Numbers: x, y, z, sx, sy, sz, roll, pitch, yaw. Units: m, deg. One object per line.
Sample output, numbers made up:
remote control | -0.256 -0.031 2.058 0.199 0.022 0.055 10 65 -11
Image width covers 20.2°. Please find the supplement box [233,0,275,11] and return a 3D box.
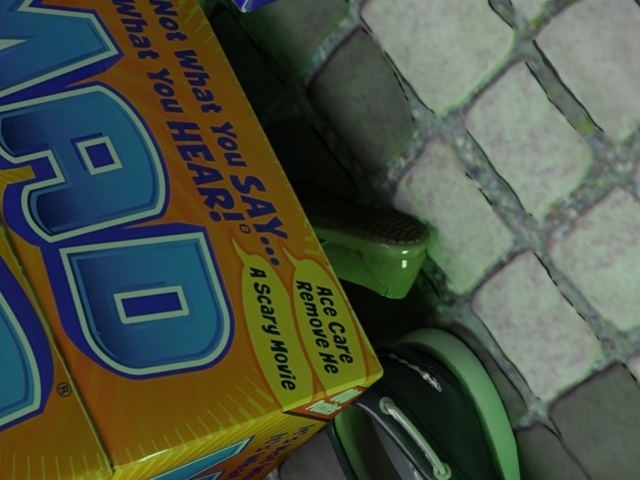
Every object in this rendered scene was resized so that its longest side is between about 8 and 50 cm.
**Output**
supplement box | 0.002 -0.242 0.924 0.114 0.111 0.220 49 137 14

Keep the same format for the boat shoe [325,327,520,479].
boat shoe | 0.093 0.206 1.100 0.114 0.091 0.302 -29 90 49

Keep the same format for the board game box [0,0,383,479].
board game box | -0.251 0.043 1.089 0.356 0.356 0.356 63 145 14

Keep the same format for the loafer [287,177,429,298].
loafer | 0.000 0.000 1.105 0.148 0.056 0.050 20 119 37
